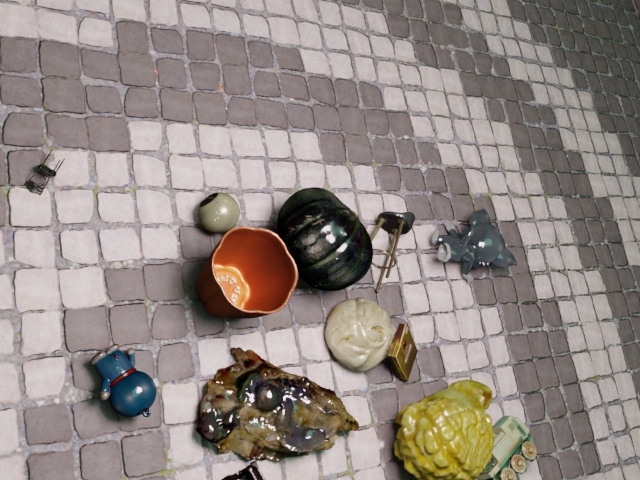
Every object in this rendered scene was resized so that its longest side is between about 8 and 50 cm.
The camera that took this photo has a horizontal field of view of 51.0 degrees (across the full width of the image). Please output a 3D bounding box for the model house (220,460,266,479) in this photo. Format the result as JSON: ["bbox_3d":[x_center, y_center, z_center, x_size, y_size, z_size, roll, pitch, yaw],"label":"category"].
[{"bbox_3d":[-0.150,0.525,1.262,0.164,0.141,0.203,20,36,-57],"label":"model house"}]

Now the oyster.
[{"bbox_3d":[-0.078,0.374,1.402,0.361,0.096,0.221,29,66,-18],"label":"oyster"}]

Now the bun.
[{"bbox_3d":[0.102,0.211,1.566,0.183,0.102,0.183,13,63,-27],"label":"bun"}]

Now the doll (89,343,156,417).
[{"bbox_3d":[-0.367,0.270,1.263,0.152,0.085,0.114,51,42,6],"label":"doll"}]

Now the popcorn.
[{"bbox_3d":[0.303,0.462,1.561,0.286,0.173,0.225,-11,89,-44],"label":"popcorn"}]

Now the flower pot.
[{"bbox_3d":[-0.170,0.080,1.398,0.190,0.173,0.191,11,68,-30],"label":"flower pot"}]

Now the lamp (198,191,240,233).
[{"bbox_3d":[-0.199,-0.030,1.485,0.163,0.091,0.091,52,53,-24],"label":"lamp"}]

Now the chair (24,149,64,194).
[{"bbox_3d":[-0.546,-0.135,1.330,0.037,0.042,0.086,35,93,-16],"label":"chair"}]

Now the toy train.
[{"bbox_3d":[0.459,0.538,1.688,0.194,0.081,0.125,-34,82,-34],"label":"toy train"}]

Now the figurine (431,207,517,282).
[{"bbox_3d":[0.398,0.001,1.811,0.265,0.140,0.193,14,44,-53],"label":"figurine"}]

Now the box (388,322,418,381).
[{"bbox_3d":[0.200,0.270,1.607,0.090,0.023,0.133,-68,150,-30],"label":"box"}]

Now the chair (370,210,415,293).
[{"bbox_3d":[0.159,0.011,1.685,0.095,0.104,0.221,29,61,-1],"label":"chair"}]

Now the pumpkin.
[{"bbox_3d":[0.000,0.000,1.530,0.250,0.216,0.250,49,26,-34],"label":"pumpkin"}]
